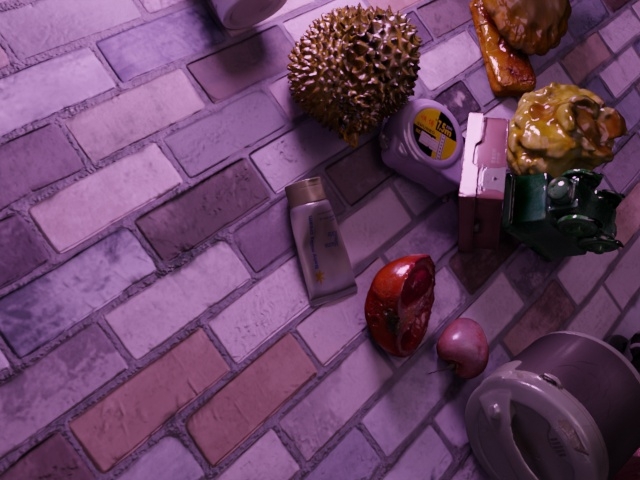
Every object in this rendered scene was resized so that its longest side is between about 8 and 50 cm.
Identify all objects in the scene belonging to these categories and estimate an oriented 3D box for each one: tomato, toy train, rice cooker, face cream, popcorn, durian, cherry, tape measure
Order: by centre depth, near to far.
[{"bbox_3d":[0.000,0.000,1.325,0.114,0.070,0.224,-16,89,-36],"label":"face cream"},{"bbox_3d":[0.431,0.334,1.330,0.277,0.288,0.288,-27,87,-37],"label":"rice cooker"},{"bbox_3d":[0.142,0.111,1.349,0.173,0.099,0.189,-32,129,-52],"label":"tomato"},{"bbox_3d":[-0.201,-0.601,1.386,0.145,0.145,0.370,-22,82,-37],"label":"face cream"},{"bbox_3d":[0.065,-0.327,1.395,0.258,0.258,0.293,47,64,-8],"label":"durian"},{"bbox_3d":[0.274,0.204,1.397,0.106,0.087,0.126,25,62,-28],"label":"cherry"},{"bbox_3d":[0.216,-0.202,1.523,0.196,0.105,0.178,30,65,-19],"label":"tape measure"},{"bbox_3d":[0.533,-0.055,1.567,0.266,0.201,0.145,28,64,-43],"label":"toy train"},{"bbox_3d":[0.557,-0.239,1.676,0.258,0.270,0.224,-85,153,-60],"label":"popcorn"}]

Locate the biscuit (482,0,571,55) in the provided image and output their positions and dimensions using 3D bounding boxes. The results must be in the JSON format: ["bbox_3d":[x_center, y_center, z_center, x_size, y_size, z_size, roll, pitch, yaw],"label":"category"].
[{"bbox_3d":[0.520,-0.625,1.803,0.335,0.078,0.329,-29,97,-36],"label":"biscuit"}]

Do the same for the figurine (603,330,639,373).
[{"bbox_3d":[0.766,0.237,1.611,0.176,0.236,0.133,-31,88,-37],"label":"figurine"}]

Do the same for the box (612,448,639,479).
[{"bbox_3d":[0.627,0.450,1.487,0.111,0.156,0.060,22,48,-25],"label":"box"}]

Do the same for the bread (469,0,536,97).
[{"bbox_3d":[0.452,-0.490,1.808,0.139,0.077,0.271,-2,74,-31],"label":"bread"}]

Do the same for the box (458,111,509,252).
[{"bbox_3d":[0.335,-0.114,1.493,0.086,0.215,0.215,6,61,13],"label":"box"}]
